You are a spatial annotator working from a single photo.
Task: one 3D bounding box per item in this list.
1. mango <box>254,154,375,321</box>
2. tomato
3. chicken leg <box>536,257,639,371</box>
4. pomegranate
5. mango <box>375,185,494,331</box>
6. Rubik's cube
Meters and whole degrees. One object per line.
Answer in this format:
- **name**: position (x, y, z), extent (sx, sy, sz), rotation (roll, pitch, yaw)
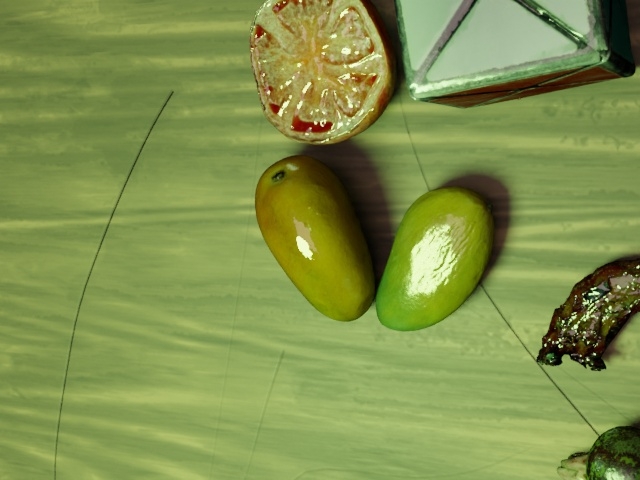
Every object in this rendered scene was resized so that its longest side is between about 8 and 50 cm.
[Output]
- **mango**: position (-0.003, -0.002, 1.487), extent (0.139, 0.175, 0.255), rotation (-30, 84, 14)
- **tomato**: position (0.007, -0.259, 1.502), extent (0.236, 0.095, 0.237), rotation (4, 101, 23)
- **chicken leg**: position (0.382, 0.095, 1.388), extent (0.105, 0.063, 0.234), rotation (41, 108, 10)
- **pomegranate**: position (0.404, 0.312, 1.384), extent (0.125, 0.163, 0.138), rotation (-20, 105, -14)
- **mango**: position (0.164, 0.034, 1.466), extent (0.137, 0.091, 0.238), rotation (27, 111, 25)
- **Rubik's cube**: position (0.245, -0.316, 1.304), extent (0.254, 0.259, 0.260), rotation (-9, 92, 23)
